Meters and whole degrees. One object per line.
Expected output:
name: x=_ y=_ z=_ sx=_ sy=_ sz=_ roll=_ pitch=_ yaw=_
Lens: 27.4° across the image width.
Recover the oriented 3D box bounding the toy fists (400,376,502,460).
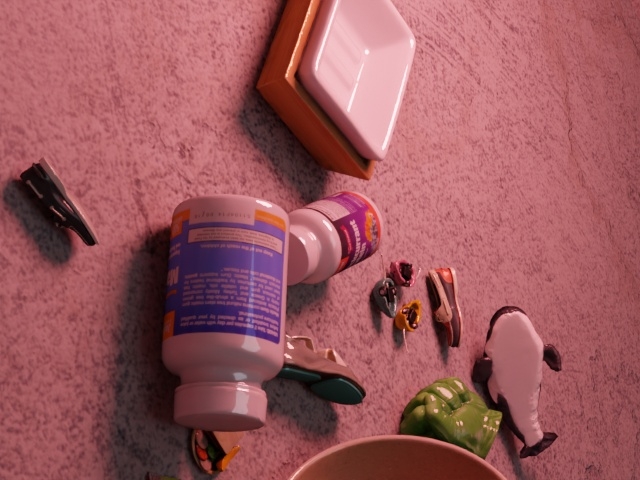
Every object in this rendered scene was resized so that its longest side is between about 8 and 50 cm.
toy fists: x=0.178 y=0.323 z=1.997 sx=0.142 sy=0.096 sz=0.279 roll=27 pitch=48 yaw=1

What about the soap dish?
soap dish: x=0.025 y=-0.264 z=1.967 sx=0.229 sy=0.118 sz=0.290 roll=48 pitch=45 yaw=-37

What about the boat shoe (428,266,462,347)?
boat shoe: x=0.209 y=0.113 z=2.191 sx=0.043 sy=0.049 sz=0.137 roll=-7 pitch=88 yaw=-14

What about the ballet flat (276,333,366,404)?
ballet flat: x=-0.003 y=0.174 z=1.838 sx=0.213 sy=0.072 sz=0.068 roll=29 pitch=53 yaw=-48

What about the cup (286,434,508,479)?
cup: x=0.101 y=0.455 z=1.734 sx=0.331 sy=0.331 sz=0.236 roll=-49 pitch=146 yaw=-50

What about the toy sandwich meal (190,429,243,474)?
toy sandwich meal: x=-0.130 y=0.255 z=1.665 sx=0.086 sy=0.029 sz=0.085 roll=22 pitch=63 yaw=-51

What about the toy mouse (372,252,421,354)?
toy mouse: x=0.116 y=0.076 z=2.074 sx=0.143 sy=0.031 sz=0.161 roll=56 pitch=40 yaw=-30

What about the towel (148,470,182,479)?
towel: x=-0.189 y=0.322 z=1.578 sx=0.060 sy=0.009 sz=0.083 roll=25 pitch=61 yaw=-51

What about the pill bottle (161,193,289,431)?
pill bottle: x=-0.118 y=0.092 z=1.623 sx=0.152 sy=0.152 sz=0.271 roll=27 pitch=59 yaw=-49

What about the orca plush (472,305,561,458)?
orca plush: x=0.351 y=0.232 z=2.313 sx=0.287 sy=0.151 sz=0.102 roll=60 pitch=7 yaw=-20

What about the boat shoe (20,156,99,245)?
boat shoe: x=-0.297 y=-0.038 z=1.503 sx=0.125 sy=0.038 sz=0.046 roll=59 pitch=-4 yaw=-34

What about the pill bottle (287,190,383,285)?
pill bottle: x=0.000 y=0.000 z=1.860 sx=0.193 sy=0.108 sz=0.108 roll=-25 pitch=101 yaw=-55
